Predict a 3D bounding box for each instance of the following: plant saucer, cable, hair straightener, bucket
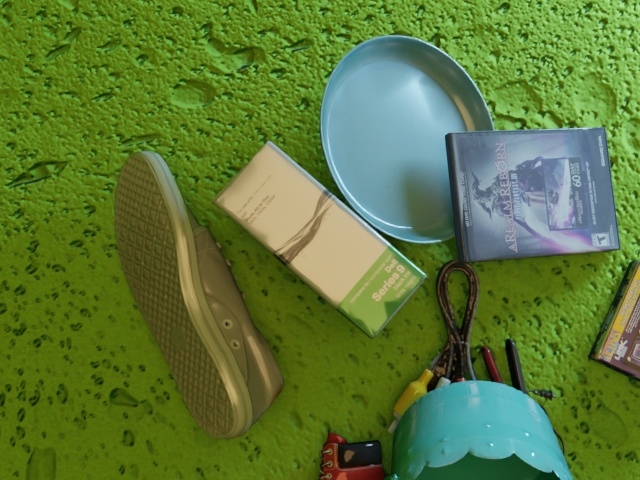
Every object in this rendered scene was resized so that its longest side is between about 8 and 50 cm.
[{"bbox_3d":[0.129,-0.149,1.360,0.317,0.043,0.318,6,78,-28],"label":"plant saucer"},{"bbox_3d":[0.204,0.178,1.361,0.139,0.072,0.287,17,96,6],"label":"cable"},{"bbox_3d":[0.323,0.258,1.383,0.089,0.047,0.231,-19,81,-4],"label":"hair straightener"},{"bbox_3d":[0.220,0.345,1.261,0.281,0.183,0.281,1,118,2],"label":"bucket"}]

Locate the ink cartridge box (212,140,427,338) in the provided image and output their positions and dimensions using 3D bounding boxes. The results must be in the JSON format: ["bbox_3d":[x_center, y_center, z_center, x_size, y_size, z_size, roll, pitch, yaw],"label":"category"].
[{"bbox_3d":[0.000,0.000,1.313,0.289,0.211,0.121,41,90,1],"label":"ink cartridge box"}]

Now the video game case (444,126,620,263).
[{"bbox_3d":[0.326,-0.072,1.385,0.274,0.026,0.196,-4,85,-20],"label":"video game case"}]

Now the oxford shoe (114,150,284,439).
[{"bbox_3d":[-0.185,0.074,1.356,0.130,0.169,0.450,-15,75,-44],"label":"oxford shoe"}]

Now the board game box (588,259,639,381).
[{"bbox_3d":[0.515,0.136,1.400,0.141,0.048,0.170,26,86,3],"label":"board game box"}]

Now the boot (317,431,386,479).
[{"bbox_3d":[-0.013,0.385,1.350,0.244,0.088,0.176,-15,86,-11],"label":"boot"}]
